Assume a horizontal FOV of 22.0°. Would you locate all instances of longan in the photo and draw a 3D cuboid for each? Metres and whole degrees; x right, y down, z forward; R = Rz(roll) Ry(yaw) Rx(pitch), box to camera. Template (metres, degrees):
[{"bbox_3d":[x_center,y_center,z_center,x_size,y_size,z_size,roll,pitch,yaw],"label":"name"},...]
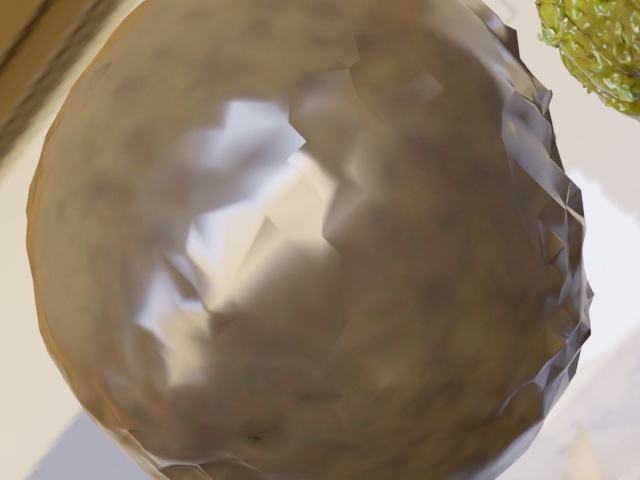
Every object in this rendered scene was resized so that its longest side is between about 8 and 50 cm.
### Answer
[{"bbox_3d":[0.000,0.000,1.073,0.391,0.391,0.391,-41,-15,-13],"label":"longan"}]

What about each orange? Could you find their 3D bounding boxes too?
[{"bbox_3d":[0.333,-0.203,1.441,0.300,0.301,0.223,-25,48,62],"label":"orange"}]
